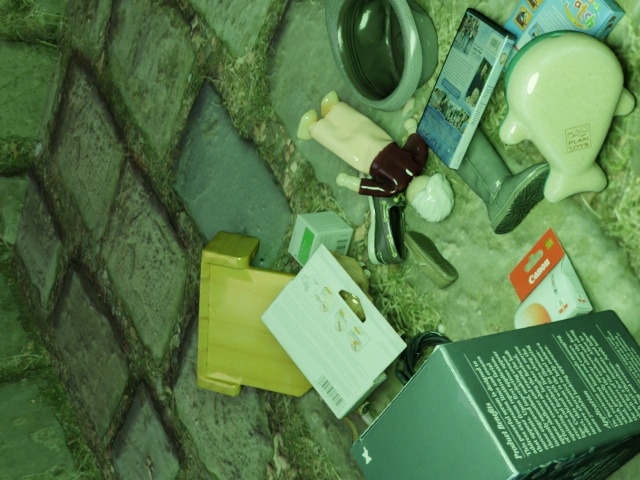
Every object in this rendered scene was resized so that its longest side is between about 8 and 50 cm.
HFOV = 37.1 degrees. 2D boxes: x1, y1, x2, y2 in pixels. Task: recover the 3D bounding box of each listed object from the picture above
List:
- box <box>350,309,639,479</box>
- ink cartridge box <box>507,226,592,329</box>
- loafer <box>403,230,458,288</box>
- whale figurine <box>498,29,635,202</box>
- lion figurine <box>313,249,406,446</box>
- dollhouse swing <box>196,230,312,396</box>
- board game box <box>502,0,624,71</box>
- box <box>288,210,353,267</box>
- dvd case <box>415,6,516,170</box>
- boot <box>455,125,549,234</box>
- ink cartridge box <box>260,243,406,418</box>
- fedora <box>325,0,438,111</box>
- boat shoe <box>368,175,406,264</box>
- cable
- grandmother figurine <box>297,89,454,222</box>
[{"bbox_3d":[0.303,0.294,1.476,0.212,0.395,0.293,61,139,28],"label":"box"},{"bbox_3d":[0.373,0.086,1.617,0.145,0.045,0.179,-58,39,41],"label":"ink cartridge box"},{"bbox_3d":[0.206,0.038,1.858,0.148,0.056,0.050,53,128,35],"label":"loafer"},{"bbox_3d":[0.379,-0.198,1.496,0.141,0.216,0.272,-106,-1,-61],"label":"whale figurine"},{"bbox_3d":[0.045,0.233,2.026,0.240,0.142,0.392,27,110,33],"label":"lion figurine"},{"bbox_3d":[-0.136,0.183,2.349,0.315,0.305,0.347,-69,-17,-76],"label":"dollhouse swing"},{"bbox_3d":[0.383,-0.343,1.570,0.160,0.039,0.211,60,139,28],"label":"board game box"},{"bbox_3d":[0.000,0.000,2.096,0.087,0.102,0.101,46,131,43],"label":"box"},{"bbox_3d":[0.253,-0.273,1.698,0.180,0.022,0.253,-117,44,-58],"label":"dvd case"},{"bbox_3d":[0.311,-0.139,1.687,0.190,0.076,0.208,-51,48,42],"label":"boot"},{"bbox_3d":[0.032,0.177,1.906,0.275,0.060,0.239,50,121,19],"label":"ink cartridge box"},{"bbox_3d":[0.134,-0.389,1.831,0.243,0.124,0.275,-32,78,54],"label":"fedora"},{"bbox_3d":[0.140,-0.065,1.920,0.068,0.081,0.228,-1,88,32],"label":"boat shoe"},{"bbox_3d":[0.218,0.261,1.883,0.184,0.047,0.150,-48,57,45],"label":"cable"},{"bbox_3d":[0.124,-0.158,1.852,0.342,0.208,0.104,41,172,22],"label":"grandmother figurine"}]
